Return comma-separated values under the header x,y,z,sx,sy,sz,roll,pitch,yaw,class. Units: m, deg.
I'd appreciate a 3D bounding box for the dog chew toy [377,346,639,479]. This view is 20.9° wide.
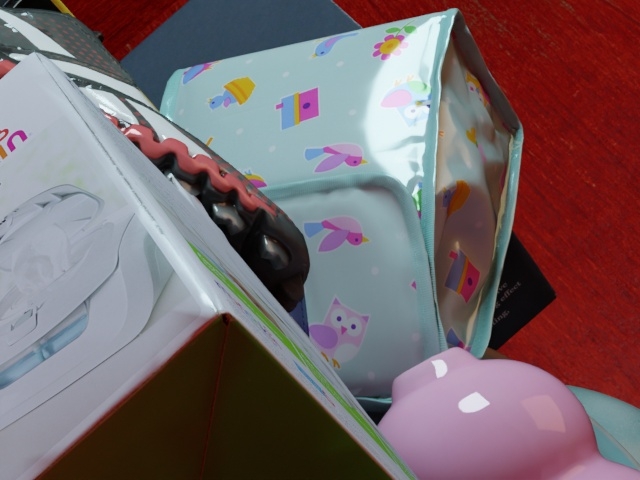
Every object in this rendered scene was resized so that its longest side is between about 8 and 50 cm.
x,y,z,sx,sy,sz,roll,pitch,yaw,class
0.134,0.212,0.925,0.332,0.206,0.206,63,2,8,dog chew toy

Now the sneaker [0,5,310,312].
x,y,z,sx,sy,sz,roll,pitch,yaw,class
-0.124,-0.053,0.949,0.276,0.098,0.135,27,33,-7,sneaker

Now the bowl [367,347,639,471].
x,y,z,sx,sy,sz,roll,pitch,yaw,class
0.107,0.181,1.143,0.311,0.163,0.311,34,13,-9,bowl

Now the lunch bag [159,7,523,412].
x,y,z,sx,sy,sz,roll,pitch,yaw,class
0.000,0.000,1.114,0.160,0.223,0.262,55,36,-43,lunch bag

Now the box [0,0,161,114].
x,y,z,sx,sy,sz,roll,pitch,yaw,class
-0.238,-0.137,1.261,0.322,0.079,0.257,33,-9,43,box

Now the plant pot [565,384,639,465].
x,y,z,sx,sy,sz,roll,pitch,yaw,class
0.165,0.242,1.535,0.196,0.293,0.293,31,0,0,plant pot

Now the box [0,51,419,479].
x,y,z,sx,sy,sz,roll,pitch,yaw,class
-0.060,0.076,0.786,0.262,0.127,0.231,49,0,-42,box

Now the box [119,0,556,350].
x,y,z,sx,sy,sz,roll,pitch,yaw,class
-0.022,-0.009,1.532,0.212,0.293,0.395,49,-1,43,box
